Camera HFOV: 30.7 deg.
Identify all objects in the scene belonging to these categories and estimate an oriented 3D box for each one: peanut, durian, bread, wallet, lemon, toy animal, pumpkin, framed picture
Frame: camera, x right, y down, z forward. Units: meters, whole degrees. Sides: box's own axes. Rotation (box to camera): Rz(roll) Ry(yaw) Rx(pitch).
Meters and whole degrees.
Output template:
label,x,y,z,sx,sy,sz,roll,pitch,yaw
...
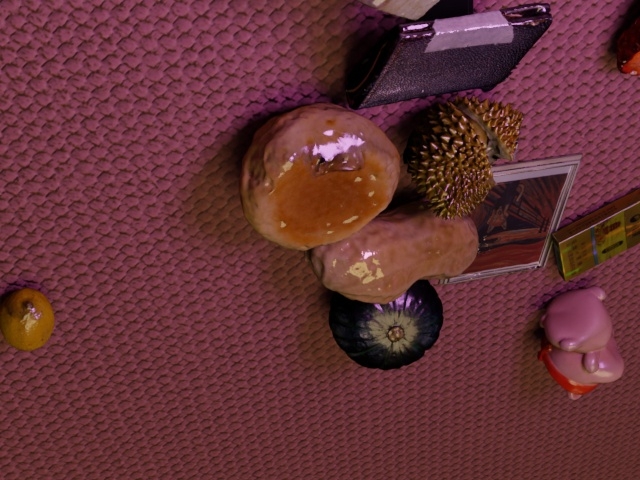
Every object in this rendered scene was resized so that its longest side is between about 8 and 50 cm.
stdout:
label,x,y,z,sx,sy,sz,roll,pitch,yaw
peanut,0.122,0.015,1.846,0.313,0.149,0.149,-16,140,-32
durian,0.194,-0.127,1.743,0.137,0.193,0.237,21,144,-6
bread,-0.012,-0.101,1.683,0.244,0.134,0.244,-14,135,-15
wallet,0.164,-0.251,1.572,0.221,0.071,0.262,-9,172,-15
lemon,-0.440,0.121,1.749,0.082,0.082,0.111,-8,136,-18
toy animal,0.490,0.197,2.210,0.171,0.171,0.198,-20,136,-5
pumpkin,0.110,0.125,1.958,0.194,0.150,0.194,-11,137,-10
framed picture,0.325,-0.030,2.001,0.216,0.016,0.273,-10,136,-17

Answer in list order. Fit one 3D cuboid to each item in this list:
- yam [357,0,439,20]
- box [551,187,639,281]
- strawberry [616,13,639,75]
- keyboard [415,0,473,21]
label,x,y,z,sx,sy,sz,roll,pitch,yaw
yam,0.125,-0.394,1.395,0.271,0.201,0.202,-49,153,19
box,0.509,-0.012,2.084,0.193,0.030,0.121,-27,140,-3
strawberry,0.533,-0.341,1.724,0.190,0.111,0.236,6,155,-43
keyboard,0.168,-0.357,1.580,0.093,0.025,0.230,-16,138,-8
